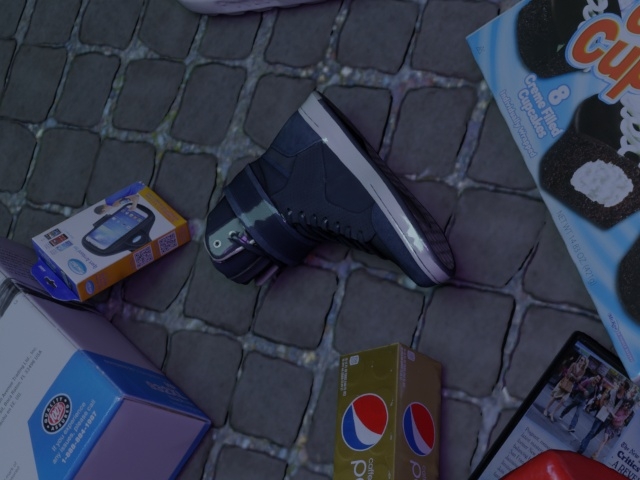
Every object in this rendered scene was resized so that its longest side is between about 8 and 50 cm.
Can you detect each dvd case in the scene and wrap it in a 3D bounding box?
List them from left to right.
[{"bbox_3d":[0.178,0.214,1.010,0.180,0.022,0.253,39,98,38],"label":"dvd case"}]

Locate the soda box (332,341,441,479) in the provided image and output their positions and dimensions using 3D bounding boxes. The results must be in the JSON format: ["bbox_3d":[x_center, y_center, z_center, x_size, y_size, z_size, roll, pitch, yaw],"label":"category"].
[{"bbox_3d":[0.050,0.174,1.073,0.061,0.058,0.181,-17,59,37],"label":"soda box"}]

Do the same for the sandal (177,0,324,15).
[{"bbox_3d":[0.016,-0.299,1.244,0.416,0.102,0.169,-18,65,29],"label":"sandal"}]

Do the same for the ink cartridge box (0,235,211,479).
[{"bbox_3d":[-0.280,0.156,1.279,0.307,0.129,0.223,38,98,37],"label":"ink cartridge box"}]

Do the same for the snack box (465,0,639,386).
[{"bbox_3d":[0.248,-0.071,1.023,0.187,0.060,0.322,-32,56,18],"label":"snack box"}]

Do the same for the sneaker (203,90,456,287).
[{"bbox_3d":[0.001,0.000,1.158,0.163,0.086,0.226,-43,48,6],"label":"sneaker"}]

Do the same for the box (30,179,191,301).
[{"bbox_3d":[-0.197,0.002,1.290,0.136,0.028,0.081,-30,48,-26],"label":"box"}]

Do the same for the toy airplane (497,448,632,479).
[{"bbox_3d":[0.267,0.316,0.781,0.386,0.272,0.384,9,107,28],"label":"toy airplane"}]
